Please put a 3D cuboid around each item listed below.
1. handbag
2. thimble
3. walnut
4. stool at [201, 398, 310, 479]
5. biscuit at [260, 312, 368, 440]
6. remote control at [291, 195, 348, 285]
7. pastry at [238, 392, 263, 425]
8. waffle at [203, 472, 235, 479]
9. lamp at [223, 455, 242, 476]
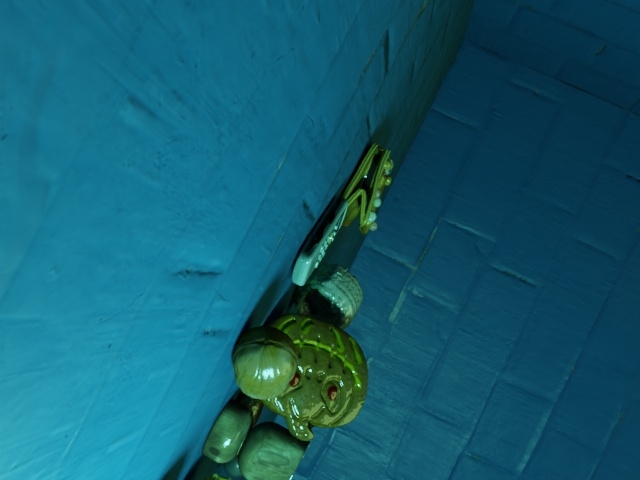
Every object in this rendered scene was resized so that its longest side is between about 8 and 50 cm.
[{"bbox_3d":[0.166,-0.172,2.312,0.401,0.133,0.282,44,67,-82],"label":"handbag"},{"bbox_3d":[0.025,0.186,2.195,0.150,0.219,0.219,-54,168,-50],"label":"thimble"},{"bbox_3d":[-0.138,0.300,1.653,0.167,0.167,0.207,-59,169,-34],"label":"walnut"},{"bbox_3d":[-0.183,0.598,1.938,0.179,0.264,0.179,-61,172,-15],"label":"stool"},{"bbox_3d":[-0.022,0.396,1.937,0.070,0.395,0.350,-20,-121,52],"label":"biscuit"},{"bbox_3d":[0.000,0.000,1.972,0.296,0.056,0.140,-58,169,-41],"label":"remote control"},{"bbox_3d":[-0.220,0.519,2.122,0.153,0.081,0.153,-59,167,-23],"label":"pastry"},{"bbox_3d":[-0.279,0.809,1.862,0.151,0.324,0.261,-25,-168,20],"label":"waffle"},{"bbox_3d":[-0.301,0.801,2.436,0.105,0.105,0.105,-62,172,-15],"label":"lamp"}]
